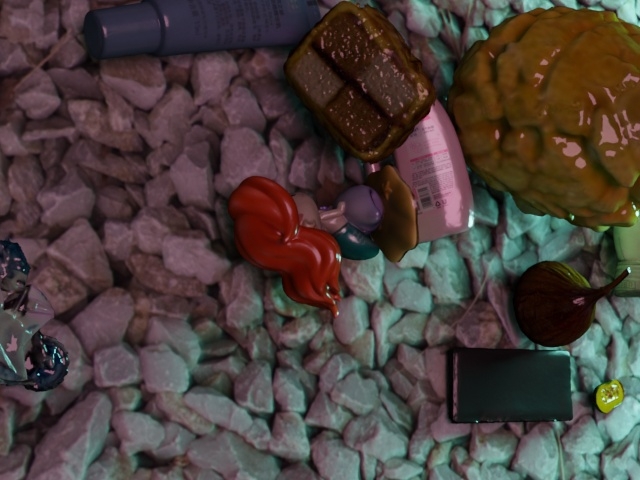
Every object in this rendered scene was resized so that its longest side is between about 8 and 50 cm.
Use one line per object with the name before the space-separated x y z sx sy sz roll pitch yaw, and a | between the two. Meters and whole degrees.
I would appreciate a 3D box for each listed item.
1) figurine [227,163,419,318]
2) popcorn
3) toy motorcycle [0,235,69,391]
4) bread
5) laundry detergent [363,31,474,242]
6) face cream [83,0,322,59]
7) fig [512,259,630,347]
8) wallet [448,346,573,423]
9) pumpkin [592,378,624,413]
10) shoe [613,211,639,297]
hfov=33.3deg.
figurine | 0.002 -0.005 1.581 0.257 0.181 0.208 -12 119 -20
popcorn | 0.409 -0.204 1.705 0.390 0.354 0.344 35 80 -24
toy motorcycle | -0.441 0.094 1.385 0.239 0.108 0.204 7 86 -49
bread | 0.063 -0.238 1.614 0.181 0.096 0.222 -41 83 13
laundry detergent | 0.135 -0.161 1.692 0.159 0.088 0.335 -16 88 14
face cream | -0.160 -0.329 1.584 0.385 0.086 0.136 -16 95 -32
fig | 0.421 0.103 1.763 0.134 0.201 0.146 -41 109 -34
wallet | 0.318 0.242 1.789 0.244 0.025 0.124 3 83 -25
pumpkin | 0.500 0.274 1.875 0.083 0.028 0.050 -12 88 -36
shoe | 0.666 -0.025 1.934 0.342 0.132 0.211 -10 91 -24
